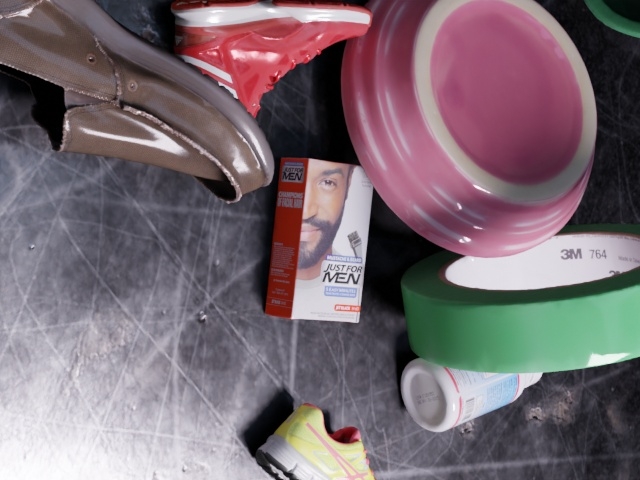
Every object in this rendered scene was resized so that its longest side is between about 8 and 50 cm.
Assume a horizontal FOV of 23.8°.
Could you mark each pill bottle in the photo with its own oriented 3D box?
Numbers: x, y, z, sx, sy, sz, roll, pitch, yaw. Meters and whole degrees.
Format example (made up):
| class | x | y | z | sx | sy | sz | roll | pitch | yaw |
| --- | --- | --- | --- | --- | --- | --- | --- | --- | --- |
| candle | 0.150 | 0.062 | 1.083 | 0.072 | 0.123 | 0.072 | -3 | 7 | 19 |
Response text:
| class | x | y | z | sx | sy | sz | roll | pitch | yaw |
| --- | --- | --- | --- | --- | --- | --- | --- | --- | --- |
| pill bottle | 0.176 | 0.155 | 1.732 | 0.160 | 0.087 | 0.087 | -16 | 104 | -37 |

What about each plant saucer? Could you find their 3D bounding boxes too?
| class | x | y | z | sx | sy | sz | roll | pitch | yaw |
| --- | --- | --- | --- | --- | --- | --- | --- | --- | --- |
| plant saucer | 0.180 | -0.149 | 1.646 | 0.332 | 0.084 | 0.332 | 10 | 71 | -31 |

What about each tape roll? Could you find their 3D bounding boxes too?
| class | x | y | z | sx | sy | sz | roll | pitch | yaw |
| --- | --- | --- | --- | --- | --- | --- | --- | --- | --- |
| tape roll | 0.250 | 0.056 | 1.631 | 0.321 | 0.321 | 0.077 | -18 | 104 | -36 |

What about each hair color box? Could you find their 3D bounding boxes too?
| class | x | y | z | sx | sy | sz | roll | pitch | yaw |
| --- | --- | --- | --- | --- | --- | --- | --- | --- | --- |
| hair color box | 0.000 | 0.000 | 1.601 | 0.093 | 0.053 | 0.167 | 5 | 90 | -37 |

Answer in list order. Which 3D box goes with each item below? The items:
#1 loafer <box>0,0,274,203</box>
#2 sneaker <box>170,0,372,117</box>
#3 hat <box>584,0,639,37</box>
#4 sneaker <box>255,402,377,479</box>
| class | x | y | z | sx | sy | sz | roll | pitch | yaw |
| --- | --- | --- | --- | --- | --- | --- | --- | --- | --- |
| loafer | -0.205 | -0.130 | 1.392 | 0.366 | 0.134 | 0.130 | 35 | 77 | -25 |
| sneaker | -0.051 | -0.182 | 1.538 | 0.221 | 0.087 | 0.128 | -4 | 106 | -26 |
| hat | 0.414 | -0.310 | 1.916 | 0.208 | 0.183 | 0.173 | 8 | 81 | 3 |
| sneaker | 0.029 | 0.251 | 1.631 | 0.208 | 0.081 | 0.094 | 45 | 65 | -32 |
